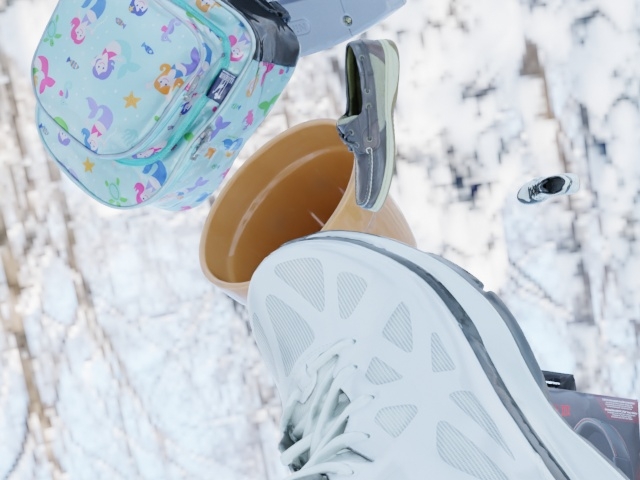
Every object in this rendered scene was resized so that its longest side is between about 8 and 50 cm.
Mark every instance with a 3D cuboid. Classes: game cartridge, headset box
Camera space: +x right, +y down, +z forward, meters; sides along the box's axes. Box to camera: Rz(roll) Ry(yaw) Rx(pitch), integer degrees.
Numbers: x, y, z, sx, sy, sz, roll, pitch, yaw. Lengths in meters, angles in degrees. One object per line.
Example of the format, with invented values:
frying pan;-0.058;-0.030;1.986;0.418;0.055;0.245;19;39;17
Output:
game cartridge;-0.048;-0.300;1.662;0.297;0.198;0.062;-6;-156;38
headset box;0.289;0.307;1.867;0.218;0.293;0.110;11;160;-30

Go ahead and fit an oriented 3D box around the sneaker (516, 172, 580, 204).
sneaker;0.260;-0.063;1.748;0.083;0.032;0.037;-18;168;38

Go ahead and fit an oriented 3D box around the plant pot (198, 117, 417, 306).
plant pot;0.000;0.000;2.125;0.291;0.203;0.291;-29;-142;26

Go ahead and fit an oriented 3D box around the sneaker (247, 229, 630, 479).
sneaker;0.018;0.132;0.951;0.257;0.169;0.447;0;-149;-37

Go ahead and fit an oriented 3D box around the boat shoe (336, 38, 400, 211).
boat shoe;0.037;-0.102;1.318;0.049;0.152;0.056;2;179;-21

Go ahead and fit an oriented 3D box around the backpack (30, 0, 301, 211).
backpack;-0.172;-0.155;1.500;0.225;0.253;0.191;42;-155;22
